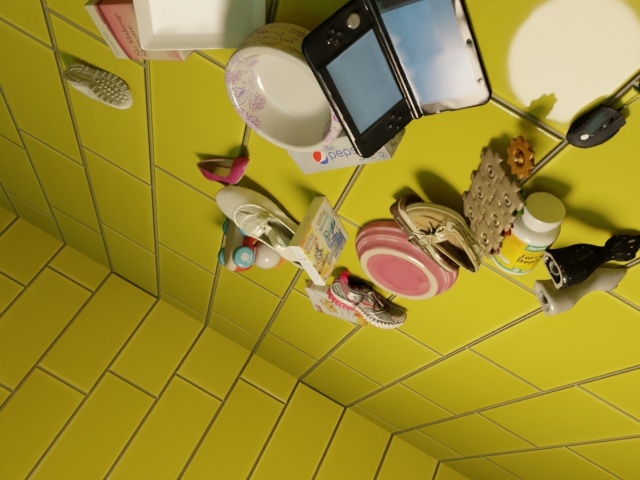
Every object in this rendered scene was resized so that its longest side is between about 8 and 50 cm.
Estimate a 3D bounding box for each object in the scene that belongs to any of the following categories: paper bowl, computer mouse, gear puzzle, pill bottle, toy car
[{"bbox_3d":[-0.057,-0.347,1.162,0.284,0.148,0.284,22,149,14],"label":"paper bowl"},{"bbox_3d":[0.540,-0.228,0.924,0.071,0.041,0.242,35,149,-8],"label":"computer mouse"},{"bbox_3d":[0.399,-0.111,1.149,0.044,0.175,0.339,-14,150,-9],"label":"gear puzzle"},{"bbox_3d":[0.485,-0.016,1.217,0.118,0.117,0.208,23,149,12],"label":"pill bottle"},{"bbox_3d":[-0.220,0.018,1.882,0.238,0.210,0.219,11,174,-27],"label":"toy car"}]

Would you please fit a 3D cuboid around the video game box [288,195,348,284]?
[{"bbox_3d":[0.000,0.000,1.586,0.048,0.205,0.187,0,139,36],"label":"video game box"}]

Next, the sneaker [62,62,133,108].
[{"bbox_3d":[-0.673,-0.465,1.610,0.235,0.090,0.095,30,163,8],"label":"sneaker"}]

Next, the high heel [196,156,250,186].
[{"bbox_3d":[-0.304,-0.234,1.623,0.117,0.082,0.244,31,165,-22],"label":"high heel"}]

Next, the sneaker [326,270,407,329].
[{"bbox_3d":[0.175,0.218,1.861,0.299,0.121,0.112,25,120,-6],"label":"sneaker"}]

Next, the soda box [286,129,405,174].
[{"bbox_3d":[0.056,-0.242,1.272,0.286,0.098,0.091,-2,138,44],"label":"soda box"}]

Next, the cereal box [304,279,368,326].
[{"bbox_3d":[0.068,0.249,2.060,0.240,0.047,0.173,13,146,27],"label":"cereal box"}]

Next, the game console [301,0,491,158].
[{"bbox_3d":[0.151,-0.321,1.002,0.173,0.250,0.293,34,163,52],"label":"game console"}]

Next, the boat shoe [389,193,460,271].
[{"bbox_3d":[0.285,-0.016,1.429,0.257,0.095,0.095,52,147,-13],"label":"boat shoe"}]

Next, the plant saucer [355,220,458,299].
[{"bbox_3d":[0.251,0.077,1.603,0.332,0.084,0.332,22,149,14],"label":"plant saucer"}]

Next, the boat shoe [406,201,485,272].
[{"bbox_3d":[0.328,-0.009,1.333,0.285,0.089,0.105,28,158,-28],"label":"boat shoe"}]

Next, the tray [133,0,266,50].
[{"bbox_3d":[-0.252,-0.480,1.110,0.270,0.030,0.145,-6,143,-13],"label":"tray"}]

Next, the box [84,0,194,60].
[{"bbox_3d":[-0.402,-0.520,1.225,0.232,0.127,0.148,12,146,28],"label":"box"}]

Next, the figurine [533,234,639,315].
[{"bbox_3d":[0.625,0.077,1.213,0.209,0.092,0.215,-17,143,-1],"label":"figurine"}]

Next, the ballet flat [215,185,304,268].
[{"bbox_3d":[-0.163,-0.036,1.699,0.400,0.139,0.139,35,151,-25],"label":"ballet flat"}]
